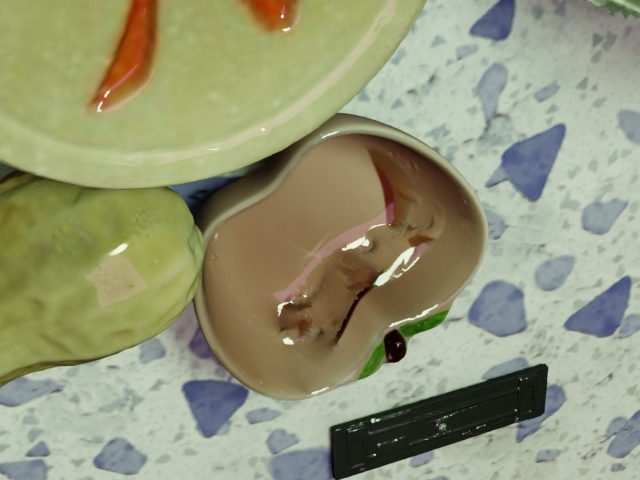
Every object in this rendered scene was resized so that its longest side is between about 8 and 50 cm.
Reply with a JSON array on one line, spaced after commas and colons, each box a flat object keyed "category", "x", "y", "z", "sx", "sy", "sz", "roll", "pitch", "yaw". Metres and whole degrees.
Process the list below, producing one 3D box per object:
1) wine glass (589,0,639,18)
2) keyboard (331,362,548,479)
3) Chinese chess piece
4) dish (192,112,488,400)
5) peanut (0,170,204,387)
[{"category": "wine glass", "x": 0.288, "y": -0.264, "z": 0.701, "sx": 0.238, "sy": 0.238, "sz": 0.323, "roll": 12, "pitch": 115, "yaw": -32}, {"category": "keyboard", "x": 0.105, "y": 0.156, "z": 1.050, "sx": 0.204, "sy": 0.013, "sz": 0.061, "roll": -14, "pitch": 128, "yaw": -16}, {"category": "Chinese chess piece", "x": -0.092, "y": -0.189, "z": 0.619, "sx": 0.338, "sy": 0.140, "sz": 0.338, "roll": -13, "pitch": 128, "yaw": -17}, {"category": "dish", "x": 0.000, "y": 0.000, "z": 0.836, "sx": 0.213, "sy": 0.090, "sz": 0.213, "roll": -12, "pitch": 125, "yaw": -17}, {"category": "peanut", "x": -0.210, "y": 0.037, "z": 0.728, "sx": 0.290, "sy": 0.130, "sz": 0.130, "roll": -22, "pitch": 131, "yaw": 2}]
